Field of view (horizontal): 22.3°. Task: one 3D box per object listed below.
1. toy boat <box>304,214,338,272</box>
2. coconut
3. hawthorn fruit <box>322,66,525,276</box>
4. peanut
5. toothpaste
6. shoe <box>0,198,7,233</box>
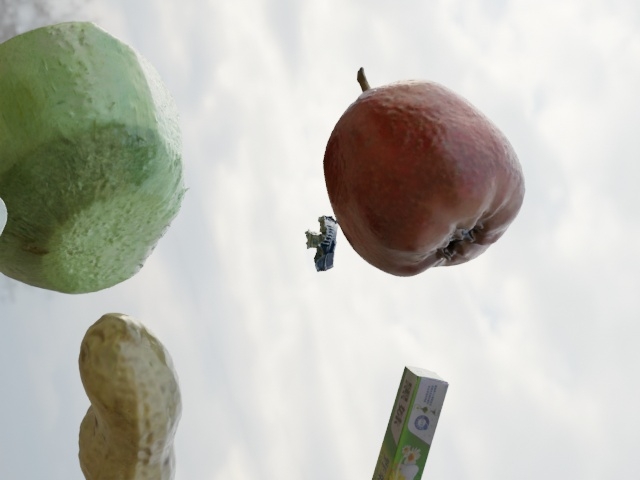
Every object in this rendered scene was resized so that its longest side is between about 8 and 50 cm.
[{"bbox_3d":[0.000,0.000,1.685,0.083,0.038,0.038,-83,173,-53],"label":"toy boat"},{"bbox_3d":[-0.300,-0.108,1.907,0.328,0.281,0.328,167,-90,-72],"label":"coconut"},{"bbox_3d":[0.088,-0.081,1.604,0.225,0.196,0.196,59,-21,20],"label":"hawthorn fruit"},{"bbox_3d":[-0.183,0.170,1.545,0.098,0.103,0.229,-69,169,-54],"label":"peanut"},{"bbox_3d":[0.080,0.214,1.596,0.043,0.037,0.178,-141,-115,-73],"label":"toothpaste"},{"bbox_3d":[-0.285,0.010,1.057,0.363,0.160,0.132,-122,-137,-64],"label":"shoe"}]
